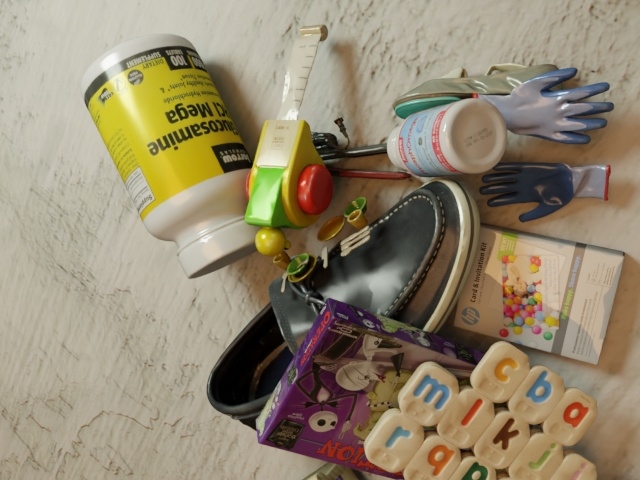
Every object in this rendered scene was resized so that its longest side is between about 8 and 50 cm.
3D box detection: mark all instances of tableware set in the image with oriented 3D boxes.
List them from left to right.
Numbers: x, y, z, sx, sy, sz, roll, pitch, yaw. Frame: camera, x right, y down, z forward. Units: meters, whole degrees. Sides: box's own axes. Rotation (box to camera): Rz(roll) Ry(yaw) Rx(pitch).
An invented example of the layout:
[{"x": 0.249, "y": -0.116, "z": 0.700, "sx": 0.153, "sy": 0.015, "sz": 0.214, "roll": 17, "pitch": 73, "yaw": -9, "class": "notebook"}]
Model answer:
[{"x": 0.000, "y": 0.000, "z": 0.827, "sx": 0.154, "sy": 0.104, "sz": 0.024, "roll": -33, "pitch": 117, "yaw": 21, "class": "tableware set"}]

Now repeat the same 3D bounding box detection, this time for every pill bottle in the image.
[{"x": -0.206, "y": -0.120, "z": 0.930, "sx": 0.188, "sy": 0.188, "sz": 0.333, "roll": -29, "pitch": 86, "yaw": 27, "class": "pill bottle"}, {"x": 0.147, "y": -0.122, "z": 0.763, "sx": 0.160, "sy": 0.087, "sz": 0.087, "roll": -173, "pitch": 74, "yaw": -69, "class": "pill bottle"}]

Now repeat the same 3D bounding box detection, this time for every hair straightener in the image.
[{"x": 0.024, "y": -0.136, "z": 0.903, "sx": 0.231, "sy": 0.047, "sz": 0.088, "roll": 5, "pitch": 98, "yaw": 30, "class": "hair straightener"}]

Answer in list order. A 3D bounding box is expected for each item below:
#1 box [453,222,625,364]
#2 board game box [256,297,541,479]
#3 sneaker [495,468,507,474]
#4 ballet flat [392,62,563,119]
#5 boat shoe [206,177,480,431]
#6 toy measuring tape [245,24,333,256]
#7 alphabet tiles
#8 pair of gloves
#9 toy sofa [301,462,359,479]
[{"x": 0.281, "y": 0.066, "z": 0.807, "sx": 0.186, "sy": 0.038, "sz": 0.145, "roll": 14, "pitch": 104, "yaw": 25, "class": "box"}, {"x": 0.117, "y": 0.217, "z": 0.794, "sx": 0.347, "sy": 0.056, "sz": 0.208, "roll": 21, "pitch": 116, "yaw": -19, "class": "board game box"}, {"x": 0.272, "y": 0.379, "z": 0.846, "sx": 0.084, "sy": 0.069, "sz": 0.185, "roll": -4, "pitch": 122, "yaw": -9, "class": "sneaker"}, {"x": 0.200, "y": -0.193, "z": 0.798, "sx": 0.213, "sy": 0.072, "sz": 0.068, "roll": 3, "pitch": 72, "yaw": 25, "class": "ballet flat"}, {"x": 0.015, "y": 0.105, "z": 0.851, "sx": 0.500, "sy": 0.156, "sz": 0.186, "roll": -46, "pitch": 41, "yaw": 26, "class": "boat shoe"}, {"x": -0.027, "y": -0.132, "z": 0.867, "sx": 0.122, "sy": 0.121, "sz": 0.329, "roll": 8, "pitch": 77, "yaw": 25, "class": "toy measuring tape"}, {"x": 0.200, "y": 0.270, "z": 0.758, "sx": 0.284, "sy": 0.021, "sz": 0.277, "roll": 33, "pitch": 95, "yaw": -12, "class": "alphabet tiles"}, {"x": 0.271, "y": -0.110, "z": 0.755, "sx": 0.160, "sy": 0.023, "sz": 0.198, "roll": 1, "pitch": 122, "yaw": 26, "class": "pair of gloves"}, {"x": 0.062, "y": 0.520, "z": 0.911, "sx": 0.150, "sy": 0.177, "sz": 0.362, "roll": -42, "pitch": 79, "yaw": 26, "class": "toy sofa"}]
